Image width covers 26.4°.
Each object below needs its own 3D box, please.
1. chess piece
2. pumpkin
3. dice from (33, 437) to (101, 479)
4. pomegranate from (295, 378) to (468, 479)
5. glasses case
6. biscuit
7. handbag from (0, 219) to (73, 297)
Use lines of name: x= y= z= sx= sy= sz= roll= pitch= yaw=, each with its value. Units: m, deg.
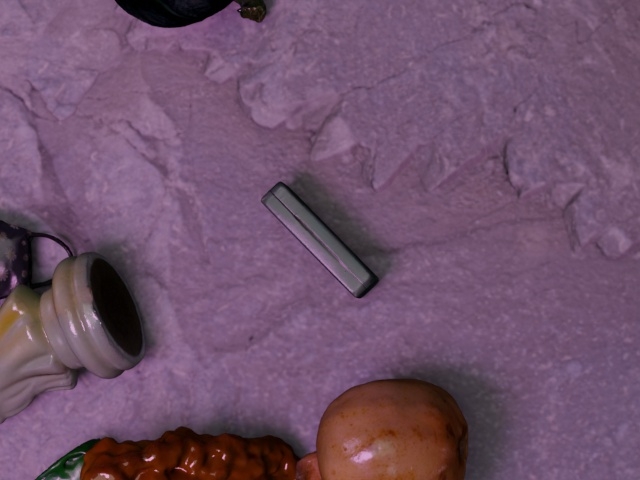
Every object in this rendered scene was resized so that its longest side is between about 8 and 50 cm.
chess piece: x=-0.397 y=0.142 z=1.819 sx=0.298 sy=0.176 sz=0.176 roll=-24 pitch=83 yaw=11
pumpkin: x=-0.160 y=-0.377 z=1.814 sx=0.248 sy=0.248 sz=0.248 roll=0 pitch=86 yaw=6
dice: x=-0.312 y=0.348 z=1.808 sx=0.131 sy=0.120 sz=0.128 roll=-40 pitch=84 yaw=4
pomegranate: x=0.089 y=0.265 z=1.730 sx=0.207 sy=0.207 sz=0.207 roll=0 pitch=86 yaw=6
glasses case: x=0.000 y=0.000 z=1.820 sx=0.039 sy=0.078 sz=0.184 roll=-45 pitch=82 yaw=2
biscuit: x=-0.168 y=0.397 z=1.734 sx=0.318 sy=0.110 sz=0.312 roll=7 pitch=87 yaw=-33
handbag: x=-0.410 y=0.029 z=1.875 sx=0.139 sy=0.072 sz=0.115 roll=1 pitch=86 yaw=-7
